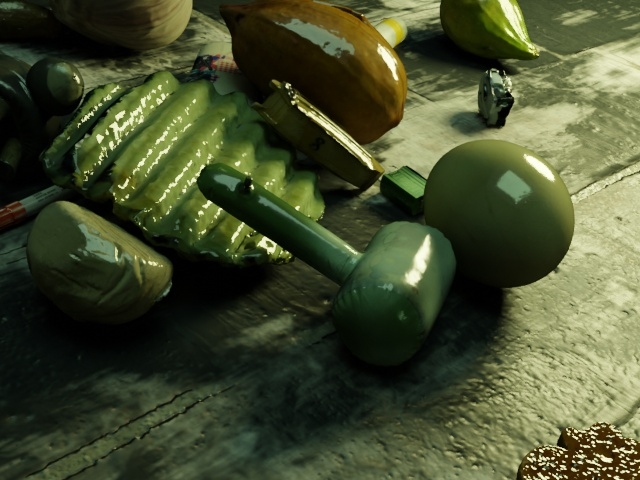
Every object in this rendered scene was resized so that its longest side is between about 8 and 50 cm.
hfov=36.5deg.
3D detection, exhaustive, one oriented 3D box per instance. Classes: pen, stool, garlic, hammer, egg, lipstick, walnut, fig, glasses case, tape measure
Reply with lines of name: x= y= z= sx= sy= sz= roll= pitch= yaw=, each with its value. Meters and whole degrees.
pen: x=-0.362 y=-0.060 z=1.306 sx=0.028 sy=0.028 sz=0.239 roll=27 pitch=36 yaw=24
stool: x=-0.431 y=-0.173 z=1.304 sx=0.153 sy=0.228 sz=0.139 roll=38 pitch=32 yaw=-14
garlic: x=-0.374 y=-0.487 z=1.709 sx=0.317 sy=0.317 sz=0.259 roll=29 pitch=62 yaw=27
hammer: x=0.000 y=0.000 z=1.167 sx=0.336 sy=0.119 sz=0.206 roll=33 pitch=34 yaw=1
egg: x=0.232 y=-0.040 z=1.290 sx=0.186 sy=0.186 sz=0.241 roll=-6 pitch=34 yaw=-23
lipstick: x=0.091 y=-0.374 z=1.877 sx=0.059 sy=0.059 sz=0.264 roll=23 pitch=35 yaw=19
walnut: x=-0.013 y=-0.283 z=1.533 sx=0.336 sy=0.209 sz=0.209 roll=32 pitch=33 yaw=-7
fig: x=0.334 y=-0.445 z=1.989 sx=0.167 sy=0.167 sz=0.233 roll=-10 pitch=75 yaw=-27
glasses case: x=-0.156 y=-0.247 z=1.601 sx=0.125 sy=0.076 sz=0.327 roll=9 pitch=34 yaw=-4
tape measure: x=0.313 y=-0.255 z=1.733 sx=0.054 sy=0.091 sz=0.094 roll=-3 pitch=52 yaw=-7

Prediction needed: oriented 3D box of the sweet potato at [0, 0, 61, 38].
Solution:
sweet potato: x=-0.579 y=-0.392 z=1.708 sx=0.244 sy=0.077 sz=0.077 roll=-2 pitch=35 yaw=-23

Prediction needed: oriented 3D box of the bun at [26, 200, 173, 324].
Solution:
bun: x=-0.259 y=0.036 z=1.109 sx=0.167 sy=0.113 sz=0.173 roll=30 pitch=2 yaw=-31

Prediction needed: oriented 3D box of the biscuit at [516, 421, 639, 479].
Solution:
biscuit: x=0.278 y=0.251 z=1.009 sx=0.124 sy=0.026 sz=0.175 roll=34 pitch=40 yaw=30

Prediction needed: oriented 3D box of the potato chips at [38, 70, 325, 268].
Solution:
potato chips: x=-0.161 y=-0.102 z=1.306 sx=0.358 sy=0.070 sz=0.429 roll=31 pitch=32 yaw=-1

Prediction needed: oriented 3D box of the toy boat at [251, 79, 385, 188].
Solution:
toy boat: x=0.002 y=-0.155 z=1.437 sx=0.226 sy=0.068 sz=0.088 roll=35 pitch=21 yaw=-20

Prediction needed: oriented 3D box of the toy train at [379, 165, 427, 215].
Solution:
toy train: x=0.134 y=-0.075 z=1.454 sx=0.056 sy=0.038 sz=0.093 roll=-19 pitch=43 yaw=-34
